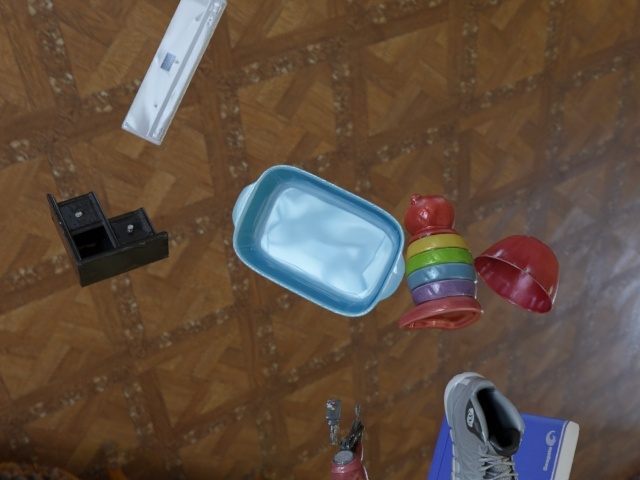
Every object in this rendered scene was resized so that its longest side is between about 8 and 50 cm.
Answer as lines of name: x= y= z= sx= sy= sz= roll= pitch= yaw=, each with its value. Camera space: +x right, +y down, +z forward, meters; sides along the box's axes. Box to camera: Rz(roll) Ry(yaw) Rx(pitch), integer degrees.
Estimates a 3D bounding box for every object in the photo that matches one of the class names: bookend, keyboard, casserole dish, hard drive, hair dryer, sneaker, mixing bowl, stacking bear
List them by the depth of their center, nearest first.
casserole dish: x=0.000 y=0.000 z=0.826 sx=0.114 sy=0.188 sz=0.037 roll=-65 pitch=164 yaw=5
sneaker: x=0.208 y=0.274 z=0.994 sx=0.086 sy=0.228 sz=0.132 roll=-12 pitch=173 yaw=-9
keyboard: x=-0.234 y=-0.281 z=1.314 sx=0.256 sy=0.072 sz=0.014 roll=-64 pitch=167 yaw=1
bookend: x=-0.360 y=-0.023 z=1.395 sx=0.157 sy=0.156 sz=0.072 roll=-19 pitch=150 yaw=-21
hard drive: x=0.328 y=0.423 z=1.541 sx=0.040 sy=0.319 sz=0.210 roll=25 pitch=74 yaw=-27
mixing bowl: x=0.411 y=0.054 z=1.655 sx=0.098 sy=0.181 sz=0.181 roll=-51 pitch=140 yaw=-17
stacking bear: x=0.255 y=0.037 z=1.804 sx=0.176 sy=0.288 sz=0.164 roll=3 pitch=157 yaw=-26
hair dryer: x=0.087 y=0.507 z=1.872 sx=0.080 sy=0.293 sz=0.223 roll=-11 pitch=158 yaw=22
